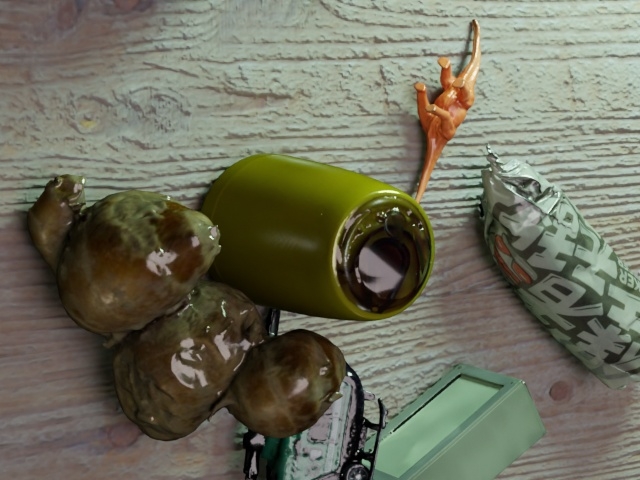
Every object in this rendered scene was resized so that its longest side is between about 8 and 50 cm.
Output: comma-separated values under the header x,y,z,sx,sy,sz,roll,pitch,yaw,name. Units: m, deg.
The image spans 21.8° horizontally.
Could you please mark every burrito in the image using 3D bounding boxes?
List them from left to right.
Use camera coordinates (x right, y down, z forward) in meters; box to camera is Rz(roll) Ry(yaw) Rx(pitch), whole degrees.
x,y,z,sx,sy,sz,roll,pitch,yaw,name
0.315,0.038,2.146,0.139,0.101,0.445,-51,123,-11,burrito

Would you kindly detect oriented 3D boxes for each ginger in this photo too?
x,y,z,sx,sy,sz,roll,pitch,yaw,name
-0.159,0.072,1.769,0.375,0.256,0.176,50,41,-13,ginger

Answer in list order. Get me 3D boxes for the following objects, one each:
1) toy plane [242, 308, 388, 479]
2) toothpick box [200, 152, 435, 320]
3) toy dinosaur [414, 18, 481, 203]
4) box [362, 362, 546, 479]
x,y,z,sx,sy,sz,roll,pitch,yaw,name
-0.027,0.277,1.946,0.155,0.106,0.382,11,94,-15,toy plane
0.000,0.000,1.819,0.175,0.271,0.175,-6,100,-34,toothpick box
0.146,-0.149,2.027,0.280,0.055,0.101,-59,146,-15,toy dinosaur
0.148,0.256,2.045,0.225,0.129,0.086,-37,116,-25,box
